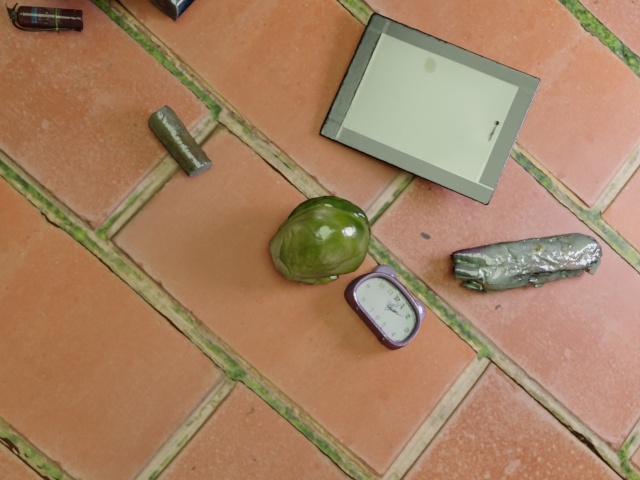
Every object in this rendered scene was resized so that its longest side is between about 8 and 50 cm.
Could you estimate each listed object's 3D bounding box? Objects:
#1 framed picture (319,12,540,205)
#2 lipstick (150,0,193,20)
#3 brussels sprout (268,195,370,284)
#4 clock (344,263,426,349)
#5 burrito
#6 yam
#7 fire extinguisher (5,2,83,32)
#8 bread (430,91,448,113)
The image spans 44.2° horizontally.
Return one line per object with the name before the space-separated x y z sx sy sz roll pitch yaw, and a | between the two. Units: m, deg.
framed picture | 0.204 -0.249 1.472 0.347 0.016 0.265 22 85 4
lipstick | -0.200 -0.537 1.449 0.076 0.077 0.290 38 76 -3
brussels sprout | 0.002 -0.005 1.385 0.183 0.145 0.131 -8 57 -17
clock | 0.126 0.117 1.431 0.110 0.050 0.153 -41 91 -14
burrito | 0.390 0.042 1.486 0.309 0.066 0.096 -7 78 -12
yam | -0.251 -0.174 1.401 0.054 0.054 0.132 -38 91 -13
fire extinguisher | -0.489 -0.393 1.394 0.132 0.039 0.056 1 73 -11
bread | 0.231 -0.261 1.507 0.136 0.054 0.154 5 79 -7
